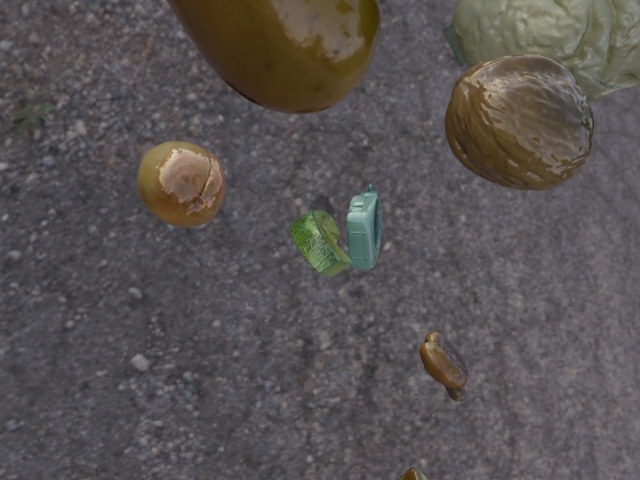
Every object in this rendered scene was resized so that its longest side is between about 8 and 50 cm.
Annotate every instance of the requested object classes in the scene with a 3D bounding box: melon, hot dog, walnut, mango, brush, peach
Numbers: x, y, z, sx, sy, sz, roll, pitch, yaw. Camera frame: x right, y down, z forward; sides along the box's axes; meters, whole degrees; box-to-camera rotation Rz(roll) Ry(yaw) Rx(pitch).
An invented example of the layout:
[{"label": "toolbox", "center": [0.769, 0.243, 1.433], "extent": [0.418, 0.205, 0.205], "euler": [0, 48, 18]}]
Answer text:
[{"label": "melon", "center": [0.000, 0.000, 1.688], "extent": [0.118, 0.064, 0.209], "euler": [41, 14, -36]}, {"label": "hot dog", "center": [0.240, 0.242, 1.644], "extent": [0.140, 0.060, 0.090], "euler": [44, 29, -14]}, {"label": "walnut", "center": [0.151, -0.090, 0.656], "extent": [0.124, 0.105, 0.105], "euler": [28, 54, -33]}, {"label": "mango", "center": [-0.093, -0.360, 1.086], "extent": [0.232, 0.300, 0.446], "euler": [-43, 123, -13]}, {"label": "brush", "center": [0.289, -0.405, 1.604], "extent": [0.011, 0.205, 0.083], "euler": [-20, 81, -20]}, {"label": "peach", "center": [-0.277, -0.111, 1.731], "extent": [0.184, 0.184, 0.184], "euler": [22, 58, -39]}]

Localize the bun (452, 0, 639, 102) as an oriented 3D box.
[{"label": "bun", "center": [0.379, -0.316, 1.254], "extent": [0.352, 0.349, 0.227], "euler": [-23, 97, -26]}]

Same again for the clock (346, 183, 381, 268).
[{"label": "clock", "center": [0.101, -0.036, 1.931], "extent": [0.189, 0.060, 0.148], "euler": [-71, 158, -56]}]

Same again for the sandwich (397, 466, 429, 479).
[{"label": "sandwich", "center": [0.183, 0.446, 1.389], "extent": [0.079, 0.163, 0.113], "euler": [49, 69, -26]}]
